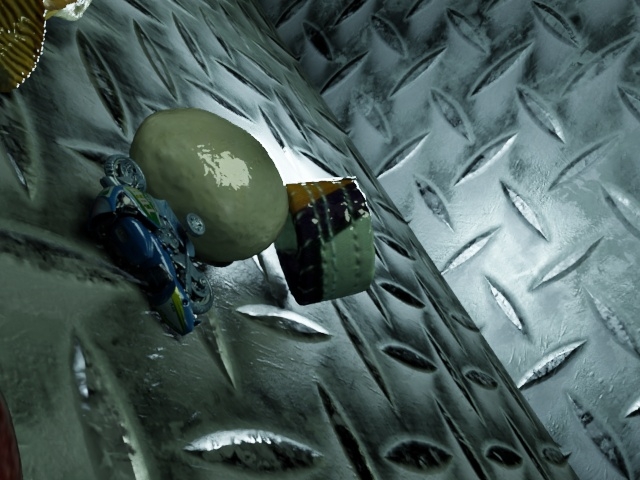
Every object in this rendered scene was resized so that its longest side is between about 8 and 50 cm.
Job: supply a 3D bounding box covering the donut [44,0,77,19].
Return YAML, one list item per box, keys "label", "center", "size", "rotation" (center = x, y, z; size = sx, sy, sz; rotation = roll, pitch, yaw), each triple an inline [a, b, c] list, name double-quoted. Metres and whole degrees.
- label: "donut"
  center: [-0.495, -0.441, 1.069]
  size: [0.277, 0.108, 0.278]
  rotation: [36, 39, -36]

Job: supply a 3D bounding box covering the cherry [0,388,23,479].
- label: "cherry"
  center: [-0.265, 0.128, 0.352]
  size: [0.300, 0.202, 0.230]
  rotation: [64, 9, -48]

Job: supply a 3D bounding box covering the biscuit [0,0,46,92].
- label: "biscuit"
  center: [-0.437, -0.325, 0.933]
  size: [0.176, 0.031, 0.229]
  rotation: [-66, 147, -35]

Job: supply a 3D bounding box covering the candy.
- label: "candy"
  center: [-0.168, -0.098, 1.140]
  size: [0.295, 0.185, 0.296]
  rotation: [45, 22, -24]

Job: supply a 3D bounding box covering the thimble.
- label: "thimble"
  center: [0.000, 0.000, 1.289]
  size: [0.237, 0.150, 0.238]
  rotation: [172, -90, -76]

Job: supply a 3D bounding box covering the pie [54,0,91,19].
- label: "pie"
  center: [-0.553, -0.536, 1.285]
  size: [0.337, 0.075, 0.338]
  rotation: [43, 23, -23]

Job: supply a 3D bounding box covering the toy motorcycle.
- label: "toy motorcycle"
  center: [-0.225, 0.003, 0.936]
  size: [0.255, 0.092, 0.135]
  rotation: [59, 25, -4]
